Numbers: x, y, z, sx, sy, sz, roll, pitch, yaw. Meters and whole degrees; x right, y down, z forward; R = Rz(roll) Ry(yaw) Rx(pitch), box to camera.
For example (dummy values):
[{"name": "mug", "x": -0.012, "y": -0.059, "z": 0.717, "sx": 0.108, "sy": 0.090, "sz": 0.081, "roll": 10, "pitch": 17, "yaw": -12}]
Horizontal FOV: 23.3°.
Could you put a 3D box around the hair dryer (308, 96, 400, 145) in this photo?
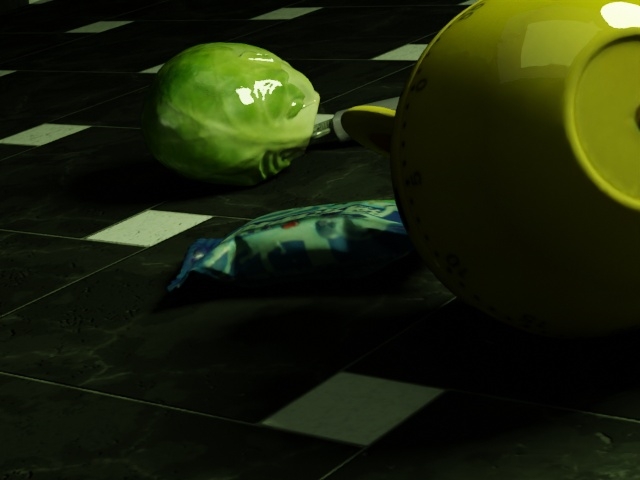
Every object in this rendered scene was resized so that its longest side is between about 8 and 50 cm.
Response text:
[{"name": "hair dryer", "x": 0.110, "y": -0.158, "z": 2.195, "sx": 0.361, "sy": 0.121, "sz": 0.301, "roll": -10, "pitch": 24, "yaw": 28}]

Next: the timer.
[{"name": "timer", "x": 0.223, "y": -0.066, "z": 1.474, "sx": 0.376, "sy": 0.376, "sz": 0.387, "roll": -14, "pitch": -4, "yaw": -17}]

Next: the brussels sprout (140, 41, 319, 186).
[{"name": "brussels sprout", "x": -0.128, "y": -0.176, "z": 2.155, "sx": 0.244, "sy": 0.244, "sz": 0.244, "roll": -8, "pitch": 17, "yaw": 2}]

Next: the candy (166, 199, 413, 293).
[{"name": "candy", "x": 0.000, "y": 0.000, "z": 1.741, "sx": 0.331, "sy": 0.077, "sz": 0.187, "roll": -7, "pitch": 15, "yaw": 12}]
